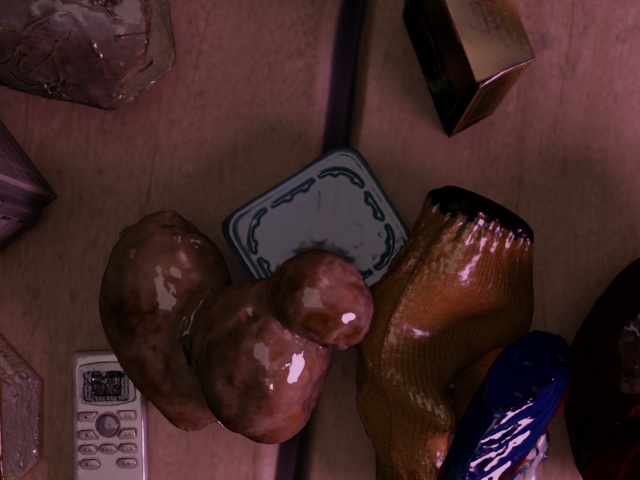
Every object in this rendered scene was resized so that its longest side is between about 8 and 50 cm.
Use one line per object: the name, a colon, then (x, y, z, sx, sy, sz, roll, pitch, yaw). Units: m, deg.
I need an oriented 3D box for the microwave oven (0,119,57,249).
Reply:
microwave oven: (-0.410, -0.075, 0.952, 0.145, 0.240, 0.194, -34, 85, -1)

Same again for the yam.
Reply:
yam: (-0.297, -0.253, 0.994, 0.271, 0.202, 0.201, 10, 108, 1)

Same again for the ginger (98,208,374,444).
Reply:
ginger: (-0.088, 0.097, 0.934, 0.304, 0.155, 0.244, 8, 102, 27)

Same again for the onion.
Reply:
onion: (0.371, 0.144, 0.858, 0.285, 0.347, 0.347, 19, 86, -38)

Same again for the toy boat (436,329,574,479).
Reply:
toy boat: (0.171, 0.237, 0.898, 0.072, 0.219, 0.318, 26, 113, 31)

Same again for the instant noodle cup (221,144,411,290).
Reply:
instant noodle cup: (0.000, 0.000, 1.018, 0.179, 0.070, 0.157, -32, 87, -1)

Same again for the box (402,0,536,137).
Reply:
box: (0.147, -0.213, 0.943, 0.071, 0.240, 0.159, -22, 85, 0)

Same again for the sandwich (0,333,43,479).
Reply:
sandwich: (-0.372, 0.207, 1.004, 0.096, 0.094, 0.258, -2, 87, 6)

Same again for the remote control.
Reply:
remote control: (-0.240, 0.220, 1.030, 0.087, 0.029, 0.190, -1, 86, 2)

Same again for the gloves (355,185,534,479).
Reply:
gloves: (0.123, 0.121, 0.956, 0.155, 0.203, 0.356, 12, 92, 41)
